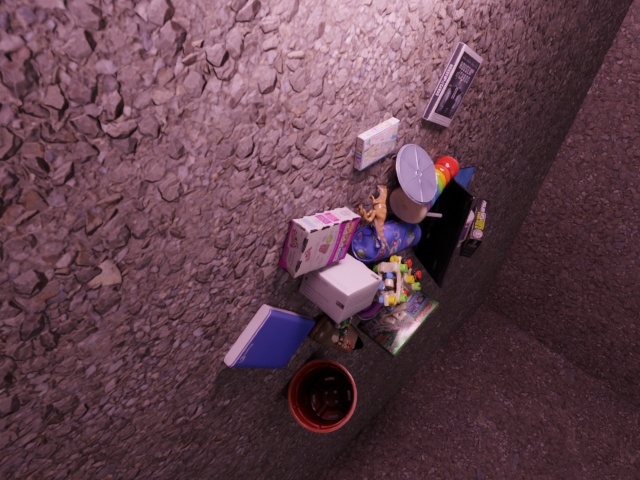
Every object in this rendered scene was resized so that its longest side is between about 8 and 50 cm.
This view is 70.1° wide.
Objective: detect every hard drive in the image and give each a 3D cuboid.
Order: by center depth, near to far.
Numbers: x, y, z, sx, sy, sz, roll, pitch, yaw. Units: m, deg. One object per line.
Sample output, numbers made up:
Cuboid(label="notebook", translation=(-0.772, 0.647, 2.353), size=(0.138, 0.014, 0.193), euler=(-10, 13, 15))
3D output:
Cuboid(label="hard drive", translation=(-0.151, 0.321, 1.475), size=(0.210, 0.040, 0.318), euler=(-54, 151, 2))

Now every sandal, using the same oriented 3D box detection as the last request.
Cuboid(label="sandal", translation=(0.206, 0.264, 1.873), size=(0.169, 0.102, 0.416), euler=(-56, 151, 5))

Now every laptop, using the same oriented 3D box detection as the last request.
Cuboid(label="laptop", translation=(0.557, -0.071, 1.849), size=(0.236, 0.408, 0.382), euler=(5, 117, -15))

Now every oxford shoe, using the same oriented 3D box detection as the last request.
Cuboid(label="oxford shoe", translation=(0.078, 0.369, 1.769), size=(0.123, 0.130, 0.348), euler=(-57, 151, 8))

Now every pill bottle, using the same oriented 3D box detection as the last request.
Cuboid(label="pill bottle", translation=(0.656, -0.059, 2.178), size=(0.108, 0.108, 0.194), euler=(-33, 145, -32))

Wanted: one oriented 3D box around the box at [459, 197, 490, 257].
Cuboid(label="box", translation=(0.757, -0.056, 2.243), size=(0.270, 0.060, 0.216), euler=(75, 30, -69))

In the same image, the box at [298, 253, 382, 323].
Cuboid(label="box", translation=(0.062, 0.140, 1.446), size=(0.181, 0.181, 0.119), euler=(-19, 135, -46))

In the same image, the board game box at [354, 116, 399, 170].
Cuboid(label="board game box", translation=(0.161, -0.276, 1.301), size=(0.154, 0.026, 0.103), euler=(-33, 146, -32))

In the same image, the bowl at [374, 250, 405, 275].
Cuboid(label="bowl", translation=(0.260, 0.095, 1.773), size=(0.170, 0.080, 0.170), euler=(-28, 125, -50))

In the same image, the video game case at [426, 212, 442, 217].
Cuboid(label="video game case", translation=(0.370, -0.100, 1.709), size=(0.166, 0.119, 0.015), euler=(-1, 97, -55))

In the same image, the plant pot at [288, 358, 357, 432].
Cuboid(label="plant pot", translation=(0.028, 0.644, 1.889), size=(0.272, 0.272, 0.265), euler=(-49, 159, -9))

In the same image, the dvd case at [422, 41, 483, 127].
Cuboid(label="dvd case", translation=(0.424, -0.487, 1.456), size=(0.179, 0.029, 0.239), euler=(-7, 127, -54))

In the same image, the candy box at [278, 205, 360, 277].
Cuboid(label="candy box", translation=(0.000, 0.000, 1.317), size=(0.233, 0.071, 0.159), euler=(-18, 136, -48))

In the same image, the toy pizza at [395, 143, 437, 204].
Cuboid(label="toy pizza", translation=(0.307, -0.213, 1.476), size=(0.201, 0.032, 0.201), euler=(11, 73, -38))

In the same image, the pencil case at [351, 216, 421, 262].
Cuboid(label="pencil case", translation=(0.236, -0.013, 1.603), size=(0.306, 0.119, 0.133), euler=(-16, 122, -48))

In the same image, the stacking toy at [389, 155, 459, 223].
Cuboid(label="stacking toy", translation=(0.389, -0.204, 1.627), size=(0.330, 0.141, 0.141), euler=(-43, 150, -32))

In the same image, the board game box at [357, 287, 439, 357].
Cuboid(label="board game box", translation=(0.350, 0.340, 2.054), size=(0.317, 0.213, 0.046), euler=(-44, 150, -16))

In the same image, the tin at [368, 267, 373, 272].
Cuboid(label="tin", translation=(0.182, 0.164, 1.701), size=(0.040, 0.106, 0.189), euler=(-17, -177, 19))

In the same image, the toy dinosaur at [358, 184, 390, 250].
Cuboid(label="toy dinosaur", translation=(0.180, -0.075, 1.433), size=(0.112, 0.064, 0.212), euler=(3, 86, -15))

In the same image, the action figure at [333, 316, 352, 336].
Cuboid(label="action figure", translation=(0.087, 0.245, 1.660), size=(0.137, 0.063, 0.232), euler=(-13, 114, -35))

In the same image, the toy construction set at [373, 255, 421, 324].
Cuboid(label="toy construction set", translation=(0.272, 0.178, 1.619), size=(0.328, 0.151, 0.215), euler=(60, 38, -59))

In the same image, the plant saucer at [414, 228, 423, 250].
Cuboid(label="plant saucer", translation=(0.486, -0.016, 2.049), size=(0.200, 0.037, 0.200), euler=(-35, 146, -29))
